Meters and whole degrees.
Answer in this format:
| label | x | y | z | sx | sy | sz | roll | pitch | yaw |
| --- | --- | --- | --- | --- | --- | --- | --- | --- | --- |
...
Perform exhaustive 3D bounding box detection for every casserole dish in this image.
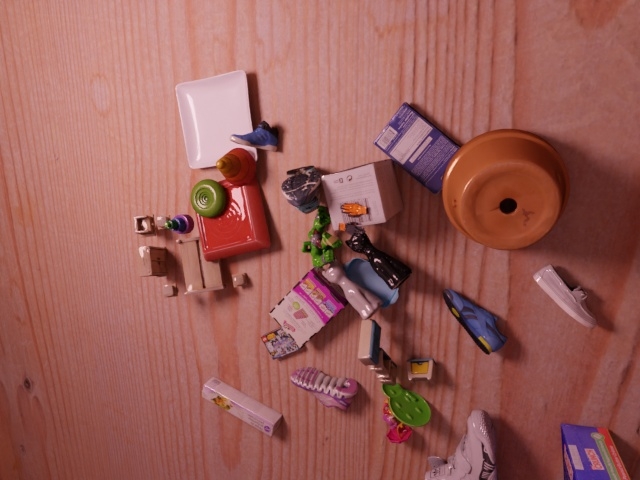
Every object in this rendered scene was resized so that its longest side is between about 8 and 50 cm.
| label | x | y | z | sx | sy | sz | roll | pitch | yaw |
| --- | --- | --- | --- | --- | --- | --- | --- | --- | --- |
| casserole dish | 0.153 | 0.124 | 1.280 | 0.189 | 0.037 | 0.114 | 31 | 114 | 14 |

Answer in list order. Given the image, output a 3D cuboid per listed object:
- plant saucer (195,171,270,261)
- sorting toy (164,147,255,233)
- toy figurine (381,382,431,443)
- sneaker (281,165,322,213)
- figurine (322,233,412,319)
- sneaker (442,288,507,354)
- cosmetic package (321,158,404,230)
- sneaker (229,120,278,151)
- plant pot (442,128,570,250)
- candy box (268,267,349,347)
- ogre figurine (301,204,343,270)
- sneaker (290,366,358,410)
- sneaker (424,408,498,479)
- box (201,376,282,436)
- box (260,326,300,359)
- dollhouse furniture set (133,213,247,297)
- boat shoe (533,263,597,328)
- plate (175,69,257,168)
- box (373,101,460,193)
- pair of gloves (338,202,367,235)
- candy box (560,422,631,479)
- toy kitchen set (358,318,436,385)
| label | x | y | z | sx | sy | sz | roll | pitch | yaw |
| --- | --- | --- | --- | --- | --- | --- | --- | --- | --- |
| plant saucer | -0.310 | -0.077 | 1.397 | 0.259 | 0.048 | 0.258 | -13 | 87 | 21 |
| sorting toy | -0.364 | -0.148 | 1.321 | 0.365 | 0.126 | 0.127 | -42 | 82 | 16 |
| toy figurine | 0.237 | 0.552 | 1.320 | 0.173 | 0.130 | 0.159 | 39 | 128 | 35 |
| sneaker | -0.035 | -0.130 | 1.184 | 0.110 | 0.283 | 0.122 | -14 | 109 | 6 |
| figurine | 0.119 | 0.095 | 1.228 | 0.209 | 0.092 | 0.214 | 45 | 118 | 17 |
| sneaker | 0.425 | 0.209 | 1.168 | 0.082 | 0.069 | 0.209 | -36 | 76 | -5 |
| cosmetic package | 0.119 | -0.127 | 1.147 | 0.152 | 0.184 | 0.151 | -9 | 100 | 26 |
| sneaker | -0.196 | -0.322 | 1.275 | 0.058 | 0.152 | 0.084 | 28 | 109 | 58 |
| plant pot | 0.426 | -0.104 | 0.980 | 0.291 | 0.203 | 0.290 | 6 | 109 | 17 |
| candy box | -0.036 | 0.214 | 1.371 | 0.159 | 0.071 | 0.233 | 47 | 116 | 7 |
| ogre figurine | 0.000 | 0.000 | 1.267 | 0.197 | 0.097 | 0.118 | 61 | 143 | 25 |
| sneaker | 0.007 | 0.502 | 1.418 | 0.237 | 0.095 | 0.104 | 11 | 115 | 21 |
| sneaker | 0.406 | 0.660 | 1.240 | 0.211 | 0.137 | 0.365 | -4 | 105 | 23 |
| box | -0.301 | 0.624 | 1.603 | 0.324 | 0.067 | 0.063 | 21 | 112 | 18 |
| box | -0.133 | 0.351 | 1.476 | 0.137 | 0.027 | 0.093 | -30 | 88 | 28 |
| dollhouse furniture set | -0.457 | 0.039 | 1.542 | 0.356 | 0.174 | 0.302 | -8 | 87 | -3 |
| boat shoe | 0.622 | 0.136 | 1.054 | 0.184 | 0.066 | 0.063 | 49 | 119 | 17 |
| plate | -0.329 | -0.382 | 1.370 | 0.278 | 0.045 | 0.277 | -1 | 104 | 25 |
| box | 0.268 | -0.243 | 1.131 | 0.225 | 0.036 | 0.136 | 43 | 117 | 9 |
| pair of gloves | 0.081 | -0.054 | 1.074 | 0.074 | 0.010 | 0.083 | 11 | 110 | 22 |
| candy box | 0.681 | 0.672 | 1.043 | 0.122 | 0.268 | 0.316 | -5 | 101 | 23 |
| toy kitchen set | 0.230 | 0.326 | 1.239 | 0.166 | 0.122 | 0.207 | -12 | 137 | 26 |
